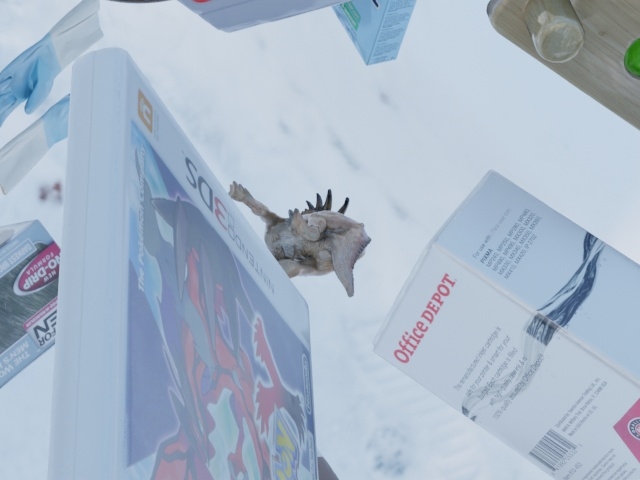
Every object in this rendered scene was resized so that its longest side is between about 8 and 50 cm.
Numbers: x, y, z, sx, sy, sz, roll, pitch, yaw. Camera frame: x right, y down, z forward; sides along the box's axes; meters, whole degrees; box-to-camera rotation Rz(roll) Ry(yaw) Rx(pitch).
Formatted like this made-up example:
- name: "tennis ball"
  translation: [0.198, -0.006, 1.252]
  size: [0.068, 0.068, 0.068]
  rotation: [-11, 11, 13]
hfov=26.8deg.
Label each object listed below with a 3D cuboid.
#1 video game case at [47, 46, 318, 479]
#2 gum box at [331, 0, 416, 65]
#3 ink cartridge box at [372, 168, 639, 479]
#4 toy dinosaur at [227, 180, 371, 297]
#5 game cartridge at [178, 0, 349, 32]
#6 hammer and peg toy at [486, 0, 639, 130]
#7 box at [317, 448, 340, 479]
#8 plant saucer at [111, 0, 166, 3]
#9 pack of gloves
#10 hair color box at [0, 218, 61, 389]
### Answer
- name: "video game case"
  translation: [-0.037, 0.066, 0.455]
  size: [0.023, 0.183, 0.201]
  rotation: [-13, 56, 14]
- name: "gum box"
  translation: [0.051, -0.304, 1.411]
  size: [0.041, 0.184, 0.157]
  rotation: [-15, 60, -23]
- name: "ink cartridge box"
  translation: [0.178, 0.081, 1.028]
  size: [0.237, 0.172, 0.100]
  rotation: [34, 55, 8]
- name: "toy dinosaur"
  translation: [0.000, 0.000, 1.823]
  size: [0.200, 0.295, 0.127]
  rotation: [3, 99, -35]
- name: "game cartridge"
  translation: [-0.087, -0.285, 1.218]
  size: [0.294, 0.196, 0.060]
  rotation: [30, 53, -51]
- name: "hammer and peg toy"
  translation: [0.342, -0.177, 1.025]
  size: [0.361, 0.266, 0.127]
  rotation: [29, 27, -22]
- name: "box"
  translation: [-0.106, 0.282, 1.661]
  size: [0.191, 0.143, 0.381]
  rotation: [8, 36, -54]
- name: "plant saucer"
  translation: [-0.183, -0.358, 1.545]
  size: [0.310, 0.310, 0.050]
  rotation: [-7, 68, -24]
- name: "pack of gloves"
  translation: [-0.348, -0.187, 1.789]
  size: [0.046, 0.195, 0.232]
  rotation: [28, 58, 22]
- name: "hair color box"
  translation: [-0.376, 0.081, 1.406]
  size: [0.185, 0.374, 0.114]
  rotation: [-41, 105, -21]
